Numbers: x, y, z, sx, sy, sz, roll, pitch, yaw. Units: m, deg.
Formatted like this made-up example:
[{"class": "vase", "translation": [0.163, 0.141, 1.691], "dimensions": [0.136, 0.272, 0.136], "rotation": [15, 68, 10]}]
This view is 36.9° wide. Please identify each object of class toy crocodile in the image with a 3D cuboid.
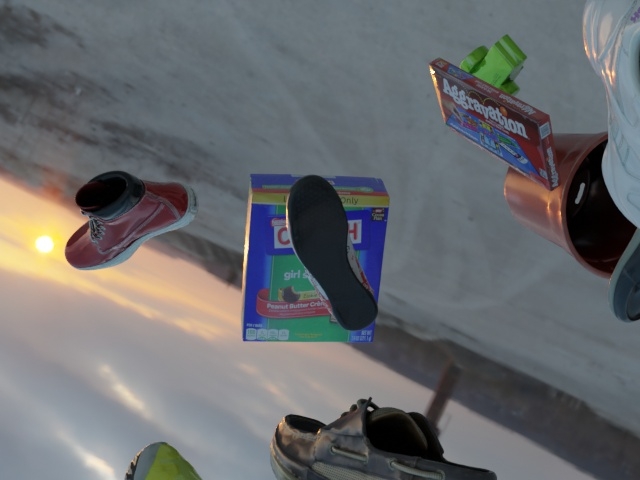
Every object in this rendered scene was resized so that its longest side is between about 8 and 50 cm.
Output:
[{"class": "toy crocodile", "translation": [0.337, -0.303, 1.930], "dimensions": [0.115, 0.105, 0.340], "rotation": [50, 160, 13]}]

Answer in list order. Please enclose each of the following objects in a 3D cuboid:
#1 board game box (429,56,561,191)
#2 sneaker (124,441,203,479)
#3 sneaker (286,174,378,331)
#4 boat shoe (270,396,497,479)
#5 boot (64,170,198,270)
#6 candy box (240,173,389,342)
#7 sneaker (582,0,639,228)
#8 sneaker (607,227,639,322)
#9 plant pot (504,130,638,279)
[{"class": "board game box", "translation": [0.289, -0.198, 1.605], "dimensions": [0.281, 0.027, 0.145], "rotation": [42, 160, 47]}, {"class": "sneaker", "translation": [-0.076, 0.365, 1.018], "dimensions": [0.384, 0.147, 0.145], "rotation": [53, -174, 26]}, {"class": "sneaker", "translation": [-0.001, 0.001, 1.442], "dimensions": [0.270, 0.090, 0.145], "rotation": [66, 174, -30]}, {"class": "boat shoe", "translation": [0.070, 0.233, 0.989], "dimensions": [0.132, 0.130, 0.355], "rotation": [17, 179, -34]}, {"class": "boot", "translation": [-0.321, -0.030, 1.378], "dimensions": [0.244, 0.088, 0.176], "rotation": [-26, 161, 28]}, {"class": "candy box", "translation": [-0.016, 0.036, 1.878], "dimensions": [0.268, 0.317, 0.122], "rotation": [1, -159, -9]}, {"class": "sneaker", "translation": [0.325, -0.098, 0.900], "dimensions": [0.152, 0.114, 0.305], "rotation": [-97, -18, -65]}, {"class": "sneaker", "translation": [0.479, 0.049, 1.318], "dimensions": [0.083, 0.222, 0.118], "rotation": [-16, -137, -31]}, {"class": "plant pot", "translation": [0.495, -0.088, 1.790], "dimensions": [0.272, 0.272, 0.265], "rotation": [28, -179, -21]}]
